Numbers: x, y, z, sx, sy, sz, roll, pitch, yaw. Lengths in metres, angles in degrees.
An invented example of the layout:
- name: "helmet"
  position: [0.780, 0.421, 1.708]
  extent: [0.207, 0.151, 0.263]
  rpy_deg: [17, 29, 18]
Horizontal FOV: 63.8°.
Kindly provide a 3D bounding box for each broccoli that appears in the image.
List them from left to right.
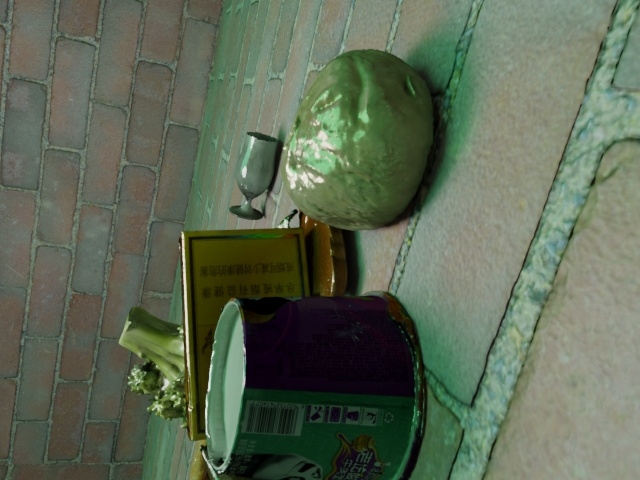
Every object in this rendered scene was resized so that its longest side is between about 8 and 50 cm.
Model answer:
- name: "broccoli"
  position: [-0.314, 0.279, 1.221]
  extent: [0.338, 0.318, 0.277]
  rpy_deg: [51, -117, -80]

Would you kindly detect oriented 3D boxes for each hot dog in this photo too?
- name: "hot dog"
  position: [-0.265, 0.522, 1.269]
  extent: [0.073, 0.084, 0.242]
  rpy_deg: [-127, 50, -58]

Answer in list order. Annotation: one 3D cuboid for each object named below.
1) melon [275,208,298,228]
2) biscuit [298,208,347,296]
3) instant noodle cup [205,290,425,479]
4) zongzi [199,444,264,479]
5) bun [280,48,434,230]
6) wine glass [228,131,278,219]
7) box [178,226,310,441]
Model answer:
- name: "melon"
  position: [-0.070, 0.064, 0.935]
  extent: [0.114, 0.053, 0.261]
  rpy_deg: [37, 127, 53]
- name: "biscuit"
  position: [0.000, 0.000, 0.824]
  extent: [0.280, 0.043, 0.183]
  rpy_deg: [-105, 28, -56]
- name: "instant noodle cup"
  position: [-0.024, 0.173, 0.608]
  extent: [0.251, 0.190, 0.251]
  rpy_deg: [-171, 90, -69]
- name: "zongzi"
  position: [-0.065, 0.385, 0.609]
  extent: [0.242, 0.112, 0.220]
  rpy_deg: [17, 108, 26]
- name: "bun"
  position: [0.032, -0.118, 0.641]
  extent: [0.244, 0.153, 0.243]
  rpy_deg: [-176, 90, -68]
- name: "wine glass"
  position: [-0.161, -0.158, 1.247]
  extent: [0.093, 0.093, 0.202]
  rpy_deg: [-123, 43, -61]
- name: "box"
  position: [-0.112, 0.134, 0.789]
  extent: [0.084, 0.193, 0.301]
  rpy_deg: [139, 127, -68]
